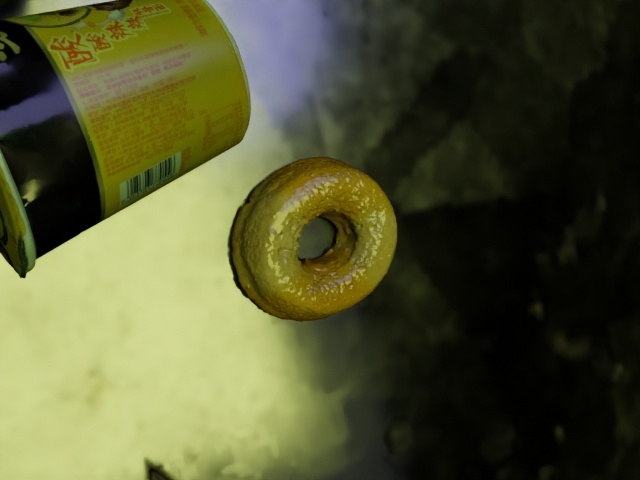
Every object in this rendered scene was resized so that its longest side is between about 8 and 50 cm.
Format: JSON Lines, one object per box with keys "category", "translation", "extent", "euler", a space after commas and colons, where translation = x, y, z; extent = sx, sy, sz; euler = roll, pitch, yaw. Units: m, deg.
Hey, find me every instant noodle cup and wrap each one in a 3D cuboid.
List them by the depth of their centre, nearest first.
{"category": "instant noodle cup", "translation": [-0.194, -0.110, 0.715], "extent": [0.236, 0.215, 0.216], "euler": [-26, 98, -26]}

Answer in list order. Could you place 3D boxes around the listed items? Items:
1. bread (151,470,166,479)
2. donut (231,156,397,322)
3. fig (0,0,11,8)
{"category": "bread", "translation": [-0.103, 0.267, 0.792], "extent": [0.109, 0.084, 0.080], "euler": [4, 90, -20]}
{"category": "donut", "translation": [0.000, 0.000, 0.844], "extent": [0.178, 0.065, 0.162], "euler": [-45, 104, -16]}
{"category": "fig", "translation": [-0.347, -0.272, 0.659], "extent": [0.225, 0.203, 0.203], "euler": [0, 89, 1]}
